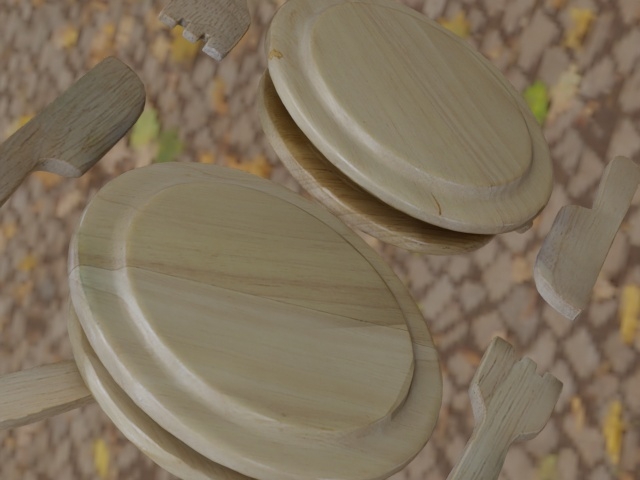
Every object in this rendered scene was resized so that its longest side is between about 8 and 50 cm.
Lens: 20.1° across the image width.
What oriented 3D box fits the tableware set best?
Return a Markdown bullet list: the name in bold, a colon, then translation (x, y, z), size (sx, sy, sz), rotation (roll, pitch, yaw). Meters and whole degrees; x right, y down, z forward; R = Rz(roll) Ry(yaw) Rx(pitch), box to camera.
- **tableware set**: translation (0.000, 0.000, 0.432), size (0.039, 0.128, 0.194), rotation (-54, -1, 35)
